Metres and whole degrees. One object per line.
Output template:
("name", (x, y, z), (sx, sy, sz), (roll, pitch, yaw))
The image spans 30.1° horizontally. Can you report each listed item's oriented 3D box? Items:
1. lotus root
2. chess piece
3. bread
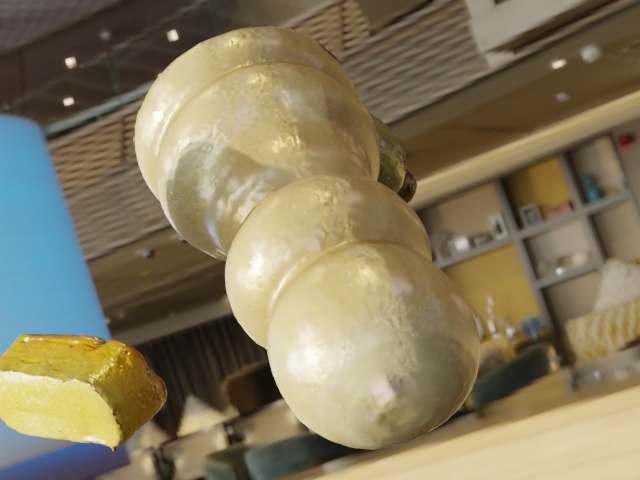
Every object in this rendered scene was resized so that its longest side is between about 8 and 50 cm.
("lotus root", (0.017, -0.077, 1.072), (0.183, 0.077, 0.090), (27, -54, -28))
("chess piece", (0.000, 0.000, 0.646), (0.143, 0.261, 0.142), (-14, -49, -17))
("bread", (-0.270, 0.157, 1.297), (0.246, 0.102, 0.094), (-3, 30, 43))
